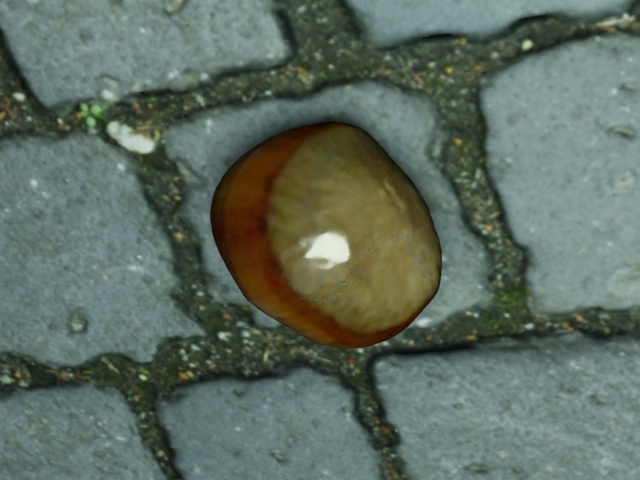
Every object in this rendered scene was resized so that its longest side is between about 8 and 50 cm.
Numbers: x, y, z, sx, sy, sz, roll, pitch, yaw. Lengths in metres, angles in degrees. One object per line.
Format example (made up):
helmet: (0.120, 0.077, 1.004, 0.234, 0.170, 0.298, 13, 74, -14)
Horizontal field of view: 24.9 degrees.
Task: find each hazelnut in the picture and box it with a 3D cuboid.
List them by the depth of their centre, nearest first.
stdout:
hazelnut: (0.000, 0.000, 1.278, 0.214, 0.176, 0.214, 32, 144, 26)
